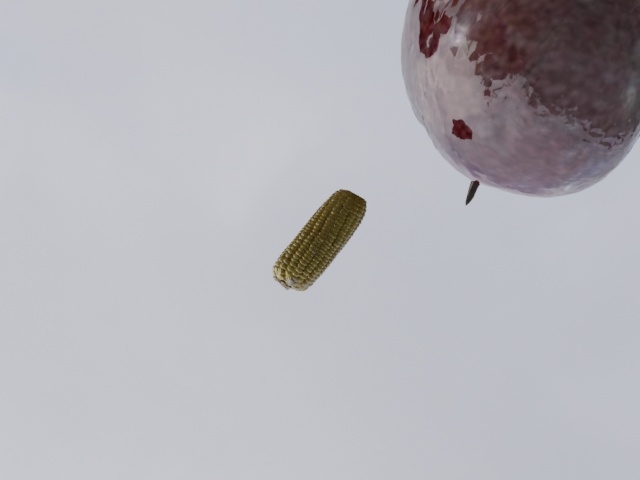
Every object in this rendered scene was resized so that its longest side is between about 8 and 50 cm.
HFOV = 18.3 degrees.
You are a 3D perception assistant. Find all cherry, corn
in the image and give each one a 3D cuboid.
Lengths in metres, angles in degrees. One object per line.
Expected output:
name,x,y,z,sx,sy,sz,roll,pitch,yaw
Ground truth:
cherry,0.176,-0.166,1.576,0.203,0.300,0.230,21,-153,-19
corn,0.000,0.000,1.530,0.037,0.092,0.037,37,171,7
